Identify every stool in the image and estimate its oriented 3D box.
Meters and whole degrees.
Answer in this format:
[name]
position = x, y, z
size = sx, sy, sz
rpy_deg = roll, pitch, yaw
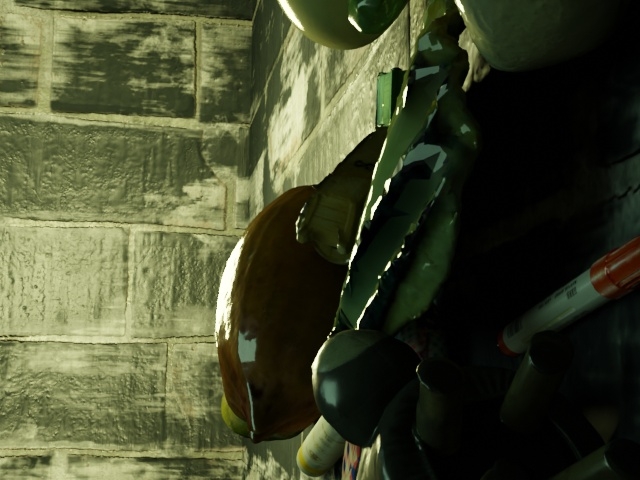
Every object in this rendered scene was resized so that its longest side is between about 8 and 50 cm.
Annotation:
[stool]
position = 0.087, 0.136, 0.600
size = 0.153, 0.228, 0.139
rpy_deg = -55, -15, -43

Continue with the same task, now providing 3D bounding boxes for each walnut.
[walnut]
position = -0.023, 0.083, 1.074
size = 0.209, 0.209, 0.336
rpy_deg = 103, -173, -48

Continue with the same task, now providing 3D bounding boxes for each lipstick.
[lipstick]
position = 0.013, 0.284, 1.384
size = 0.264, 0.059, 0.059
rpy_deg = 111, 158, -63

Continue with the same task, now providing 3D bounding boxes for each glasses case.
[glasses case]
position = 0.073, 0.195, 1.007
size = 0.125, 0.076, 0.327
rpy_deg = -98, 15, -51

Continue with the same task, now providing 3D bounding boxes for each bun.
[bun]
position = 0.143, -0.193, 0.587
size = 0.166, 0.113, 0.173
rpy_deg = -39, -60, -59

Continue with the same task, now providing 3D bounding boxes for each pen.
[pen]
position = 0.168, 0.041, 0.645
size = 0.239, 0.028, 0.028
rpy_deg = 118, 152, -69

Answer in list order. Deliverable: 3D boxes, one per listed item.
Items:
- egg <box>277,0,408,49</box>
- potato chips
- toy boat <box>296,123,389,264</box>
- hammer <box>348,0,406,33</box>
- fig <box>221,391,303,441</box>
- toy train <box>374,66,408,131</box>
[egg]
position = 0.025, -0.335, 1.081
size = 0.186, 0.186, 0.241
rpy_deg = -121, 32, -72
[potato chips]
position = 0.079, -0.059, 0.800
size = 0.429, 0.070, 0.358
rpy_deg = 101, -175, -51
[toy boat]
position = 0.045, -0.048, 1.013
size = 0.226, 0.068, 0.088
rpy_deg = -51, -30, -49
[hammer]
position = 0.069, -0.294, 0.823
size = 0.206, 0.119, 0.335
rpy_deg = 103, -176, -55
[fig]
position = -0.065, 0.243, 1.646
size = 0.233, 0.167, 0.167
rpy_deg = -50, 13, 1
[toy train]
position = 0.088, -0.155, 1.117
size = 0.056, 0.038, 0.093
rpy_deg = 176, 96, -78
